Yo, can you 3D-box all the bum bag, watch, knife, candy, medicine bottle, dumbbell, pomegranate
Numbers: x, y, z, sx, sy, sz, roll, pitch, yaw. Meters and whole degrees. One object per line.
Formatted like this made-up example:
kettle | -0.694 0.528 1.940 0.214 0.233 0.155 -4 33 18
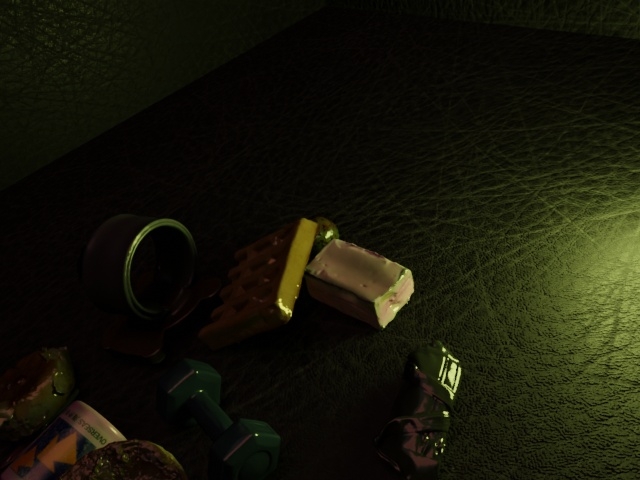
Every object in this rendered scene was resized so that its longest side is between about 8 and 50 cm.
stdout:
bum bag | 0.203 0.335 1.158 0.142 0.080 0.326 5 44 23
watch | -0.480 0.107 1.525 0.314 0.327 0.335 5 45 29
knife | -0.706 0.476 1.433 0.035 0.018 0.247 17 53 34
candy | 0.092 0.104 1.452 0.265 0.116 0.155 20 52 40
medicine bottle | -0.566 0.507 1.202 0.178 0.178 0.291 14 48 35
dumbbell | -0.229 0.393 1.222 0.144 0.160 0.325 -11 27 -38
pomegranate | -0.001 -0.008 1.624 0.130 0.130 0.130 -12 39 10

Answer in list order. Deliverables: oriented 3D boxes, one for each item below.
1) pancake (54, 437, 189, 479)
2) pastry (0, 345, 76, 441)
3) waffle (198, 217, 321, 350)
pancake | -0.399 0.563 1.064 0.356 0.065 0.356 2 56 -3
pastry | -0.758 0.388 1.459 0.235 0.121 0.257 -32 34 -5
waffle | -0.153 0.106 1.487 0.304 0.077 0.348 -28 31 36
